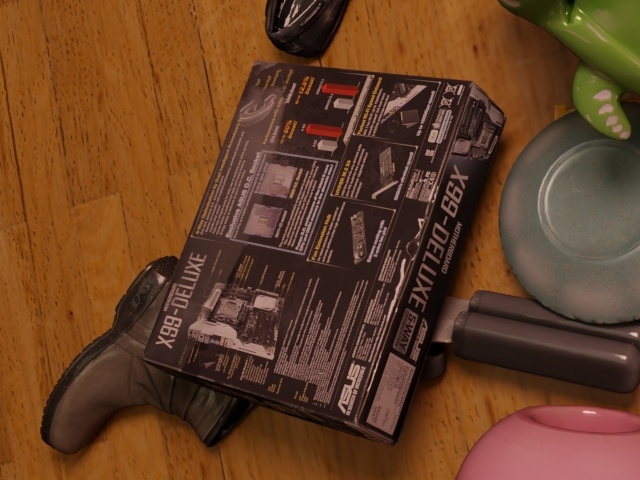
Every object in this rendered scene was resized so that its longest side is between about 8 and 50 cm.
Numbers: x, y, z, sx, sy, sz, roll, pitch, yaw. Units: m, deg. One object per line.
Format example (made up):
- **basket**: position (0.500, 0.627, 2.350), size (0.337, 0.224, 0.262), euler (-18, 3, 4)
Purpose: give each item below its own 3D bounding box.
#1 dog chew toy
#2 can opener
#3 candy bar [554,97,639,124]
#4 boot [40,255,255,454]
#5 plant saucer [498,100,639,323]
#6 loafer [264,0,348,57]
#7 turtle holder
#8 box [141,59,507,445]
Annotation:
- **dog chew toy**: position (0.200, 0.302, 0.962), size (0.207, 0.207, 0.331), euler (4, 95, 25)
- **can opener**: position (0.147, 0.088, 1.079), size (0.280, 0.074, 0.093), euler (6, 122, 27)
- **candy bar**: position (0.280, -0.108, 1.054), size (0.162, 0.018, 0.040), euler (-7, 82, 25)
- **boot**: position (-0.159, 0.150, 1.205), size (0.161, 0.083, 0.246), euler (40, 103, 17)
- **plant saucer**: position (0.236, -0.029, 1.022), size (0.195, 0.037, 0.194), euler (-8, 73, 26)
- **loafer**: position (0.009, -0.282, 1.164), size (0.076, 0.078, 0.223), euler (25, 96, 25)
- **turtle holder**: position (0.244, -0.235, 0.907), size (0.227, 0.320, 0.243), euler (-47, 36, 35)
- **box**: position (0.000, 0.000, 1.085), size (0.243, 0.076, 0.307), euler (11, 76, 36)
